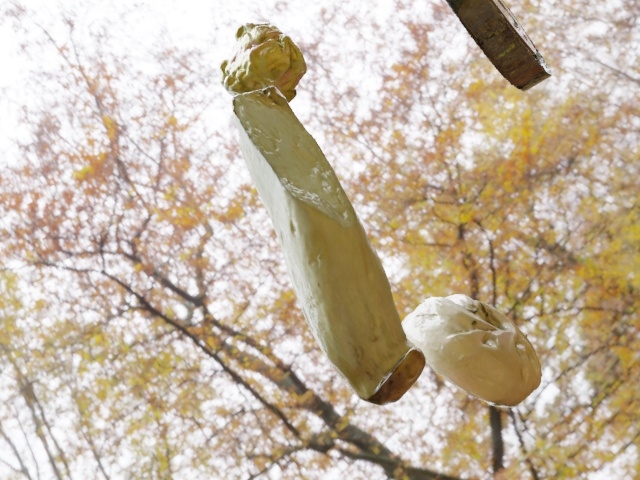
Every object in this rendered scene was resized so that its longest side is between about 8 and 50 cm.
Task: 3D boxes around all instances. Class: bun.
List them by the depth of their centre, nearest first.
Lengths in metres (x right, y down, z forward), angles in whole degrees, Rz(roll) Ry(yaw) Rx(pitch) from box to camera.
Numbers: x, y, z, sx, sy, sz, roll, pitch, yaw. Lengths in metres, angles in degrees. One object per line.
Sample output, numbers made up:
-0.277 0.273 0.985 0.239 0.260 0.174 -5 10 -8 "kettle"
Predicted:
0.221 0.147 1.159 0.116 0.210 0.237 -58 1 9 "bun"

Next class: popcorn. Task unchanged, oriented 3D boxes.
-0.069 -0.219 0.990 0.089 0.109 0.096 3 -99 -39 "popcorn"

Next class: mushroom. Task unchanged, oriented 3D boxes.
0.001 0.000 0.771 0.087 0.333 0.107 -21 -4 -24 "mushroom"

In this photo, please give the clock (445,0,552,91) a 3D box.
0.198 -0.271 0.964 0.042 0.215 0.215 -36 -38 22 "clock"
